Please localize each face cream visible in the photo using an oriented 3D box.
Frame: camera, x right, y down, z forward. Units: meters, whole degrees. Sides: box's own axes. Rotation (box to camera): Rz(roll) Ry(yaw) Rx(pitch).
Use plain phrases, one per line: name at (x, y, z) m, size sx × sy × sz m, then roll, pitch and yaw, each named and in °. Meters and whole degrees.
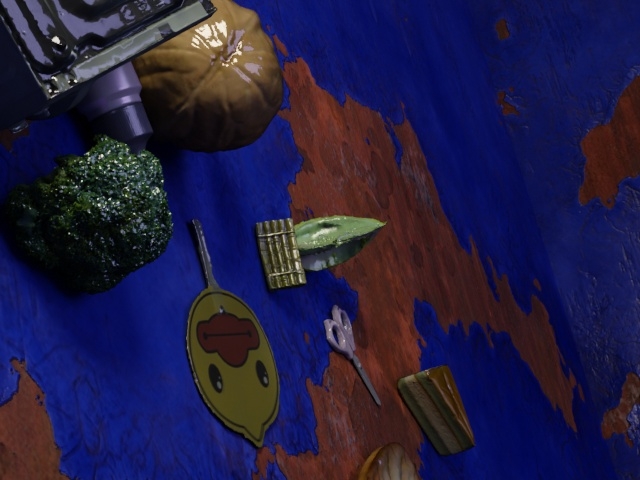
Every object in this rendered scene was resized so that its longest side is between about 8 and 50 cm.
face cream at (-0.291, -0.230, 1.511) m, size 0.311 × 0.092 × 0.092 m, roll 66°, pitch 23°, yaw -2°

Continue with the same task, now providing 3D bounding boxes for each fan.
fan at (-0.131, 0.127, 1.636) m, size 0.229 × 0.011 × 0.335 m, roll 7°, pitch 64°, yaw -64°

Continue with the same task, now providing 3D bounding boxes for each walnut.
walnut at (-0.160, -0.223, 1.618) m, size 0.225 × 0.225 × 0.261 m, roll 64°, pitch -16°, yaw -7°

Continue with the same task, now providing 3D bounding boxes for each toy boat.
toy boat at (-0.062, 0.021, 1.821) m, size 0.016 × 0.063 × 0.115 m, roll 107°, pitch -28°, yaw -64°

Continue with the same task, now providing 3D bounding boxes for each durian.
durian at (0.000, 0.000, 1.908) m, size 0.215 × 0.100 × 0.086 m, roll -15°, pitch 82°, yaw -22°

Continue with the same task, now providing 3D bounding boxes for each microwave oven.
microwave oven at (-0.294, -0.279, 1.324) m, size 0.295 × 0.181 × 0.237 m, roll -40°, pitch 108°, yaw -44°

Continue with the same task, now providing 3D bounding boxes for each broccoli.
broccoli at (-0.260, -0.030, 1.340) m, size 0.195 × 0.156 × 0.195 m, roll -32°, pitch 132°, yaw -43°

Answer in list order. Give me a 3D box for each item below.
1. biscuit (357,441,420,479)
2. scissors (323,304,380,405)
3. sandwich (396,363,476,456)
biscuit at (0.099, 0.424, 1.823) m, size 0.154 × 0.045 × 0.299 m, roll 63°, pitch 24°, yaw -13°
scissors at (0.058, 0.201, 1.981) m, size 0.189 × 0.015 × 0.100 m, roll 63°, pitch 25°, yaw -16°
sandwich at (0.206, 0.313, 2.118) m, size 0.113 × 0.079 × 0.163 m, roll 1°, pitch 70°, yaw -63°
